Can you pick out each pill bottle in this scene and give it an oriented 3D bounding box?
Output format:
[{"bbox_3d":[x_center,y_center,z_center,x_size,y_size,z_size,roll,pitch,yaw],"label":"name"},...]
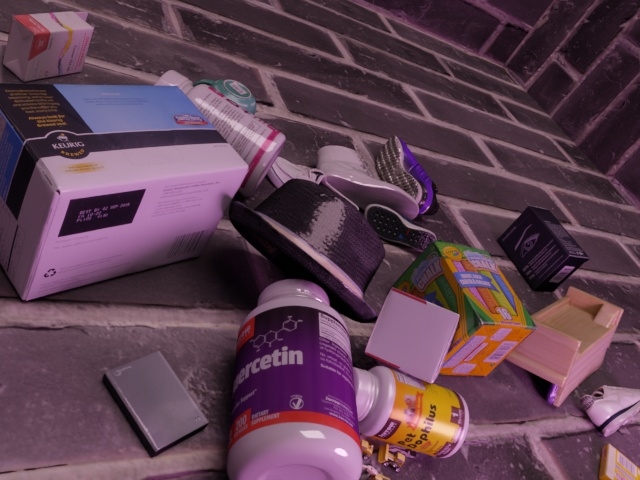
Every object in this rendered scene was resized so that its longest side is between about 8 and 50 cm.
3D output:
[{"bbox_3d":[0.135,0.286,1.026,0.214,0.117,0.117,22,35,-19],"label":"pill bottle"},{"bbox_3d":[-0.232,-0.234,1.308,0.283,0.160,0.160,32,33,-4],"label":"pill bottle"},{"bbox_3d":[-0.040,0.212,0.906,0.181,0.182,0.323,21,35,-20],"label":"pill bottle"}]

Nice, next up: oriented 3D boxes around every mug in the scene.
[{"bbox_3d":[-0.236,-0.339,1.493,0.157,0.097,0.130,14,39,-30],"label":"mug"}]

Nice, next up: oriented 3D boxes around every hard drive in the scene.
[{"bbox_3d":[-0.234,0.227,0.860,0.135,0.022,0.094,48,36,19],"label":"hard drive"}]

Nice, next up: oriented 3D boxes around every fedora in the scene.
[{"bbox_3d":[0.000,0.000,1.098,0.334,0.153,0.334,36,-10,7],"label":"fedora"}]

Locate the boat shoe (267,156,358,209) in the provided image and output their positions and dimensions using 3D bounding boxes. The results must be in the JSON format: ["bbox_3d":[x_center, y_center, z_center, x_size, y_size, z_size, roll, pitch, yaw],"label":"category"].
[{"bbox_3d":[-0.018,-0.129,1.436,0.258,0.084,0.095,38,34,4],"label":"boat shoe"}]

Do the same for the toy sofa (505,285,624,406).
[{"bbox_3d":[0.591,0.247,1.479,0.150,0.177,0.362,27,25,35],"label":"toy sofa"}]

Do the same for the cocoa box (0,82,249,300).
[{"bbox_3d":[-0.341,-0.096,0.975,0.228,0.231,0.347,48,35,20],"label":"cocoa box"}]

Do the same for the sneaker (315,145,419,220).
[{"bbox_3d":[0.121,-0.159,1.577,0.292,0.108,0.169,20,39,-20],"label":"sneaker"}]

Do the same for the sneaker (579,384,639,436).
[{"bbox_3d":[0.708,0.384,1.446,0.235,0.090,0.095,-2,39,-44],"label":"sneaker"}]

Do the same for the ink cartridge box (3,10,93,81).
[{"bbox_3d":[-0.559,-0.416,1.286,0.067,0.115,0.198,38,34,7],"label":"ink cartridge box"}]

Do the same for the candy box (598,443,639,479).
[{"bbox_3d":[0.683,0.536,1.281,0.206,0.027,0.105,41,36,9],"label":"candy box"}]

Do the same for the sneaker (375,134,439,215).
[{"bbox_3d":[0.260,-0.174,1.739,0.146,0.102,0.293,21,38,-33],"label":"sneaker"}]

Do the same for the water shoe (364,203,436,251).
[{"bbox_3d":[0.194,-0.030,1.536,0.203,0.073,0.080,28,7,-10],"label":"water shoe"}]

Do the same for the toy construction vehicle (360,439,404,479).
[{"bbox_3d":[0.092,0.357,0.974,0.098,0.035,0.086,31,33,-7],"label":"toy construction vehicle"}]

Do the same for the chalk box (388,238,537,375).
[{"bbox_3d":[0.285,0.123,1.308,0.179,0.180,0.289,9,40,-34],"label":"chalk box"}]

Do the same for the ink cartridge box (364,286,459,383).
[{"bbox_3d":[0.171,0.173,1.101,0.128,0.128,0.176,21,-5,15],"label":"ink cartridge box"}]

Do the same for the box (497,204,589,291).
[{"bbox_3d":[0.646,0.023,1.771,0.108,0.153,0.207,7,43,-36],"label":"box"}]
